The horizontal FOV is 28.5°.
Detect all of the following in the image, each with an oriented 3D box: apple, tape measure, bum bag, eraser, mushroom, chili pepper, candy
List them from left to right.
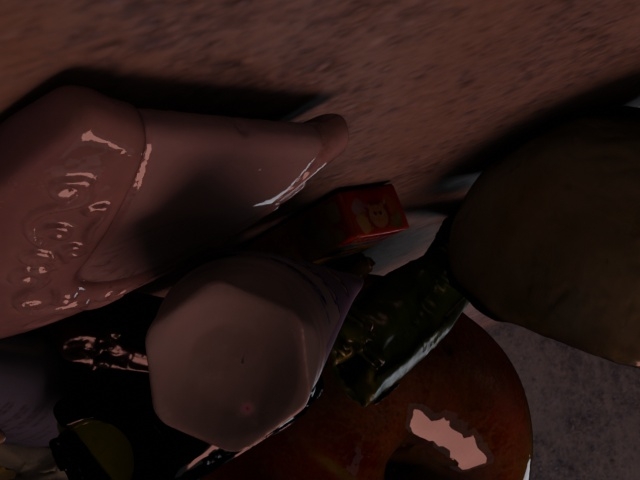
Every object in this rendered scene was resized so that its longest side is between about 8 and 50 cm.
[{"bbox_3d":[-0.123,0.003,0.619,0.243,0.059,0.204,-31,166,30],"label":"eraser"},{"bbox_3d":[-0.092,0.051,0.744,0.159,0.026,0.109,13,-165,-33],"label":"bum bag"},{"bbox_3d":[-0.093,0.115,0.914,0.199,0.112,0.186,-30,171,-1],"label":"tape measure"},{"bbox_3d":[0.000,0.000,0.927,0.062,0.038,0.122,-10,166,-48],"label":"candy"},{"bbox_3d":[0.029,0.202,1.217,0.348,0.348,0.277,-17,-163,-20],"label":"apple"},{"bbox_3d":[0.096,0.037,1.055,0.076,0.085,0.359,-7,-168,25],"label":"chili pepper"},{"bbox_3d":[0.210,-0.017,0.930,0.189,0.164,0.267,6,-161,-14],"label":"mushroom"}]

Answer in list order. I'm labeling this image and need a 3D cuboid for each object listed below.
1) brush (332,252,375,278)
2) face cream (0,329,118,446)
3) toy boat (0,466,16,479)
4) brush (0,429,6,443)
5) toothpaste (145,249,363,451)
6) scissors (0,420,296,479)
[{"bbox_3d":[0.009,0.021,1.008,0.043,0.014,0.170,-39,-170,-5],"label":"brush"},{"bbox_3d":[-0.230,0.097,0.861,0.135,0.086,0.385,-5,170,11],"label":"face cream"},{"bbox_3d":[-0.373,0.251,1.397,0.276,0.084,0.111,-24,172,10],"label":"toy boat"},{"bbox_3d":[-0.300,0.136,0.788,0.060,0.050,0.321,22,157,-37],"label":"brush"},{"bbox_3d":[-0.037,0.039,0.713,0.125,0.080,0.371,8,-176,1],"label":"toothpaste"},{"bbox_3d":[-0.186,0.197,1.068,0.383,0.256,0.029,1,-171,9],"label":"scissors"}]
